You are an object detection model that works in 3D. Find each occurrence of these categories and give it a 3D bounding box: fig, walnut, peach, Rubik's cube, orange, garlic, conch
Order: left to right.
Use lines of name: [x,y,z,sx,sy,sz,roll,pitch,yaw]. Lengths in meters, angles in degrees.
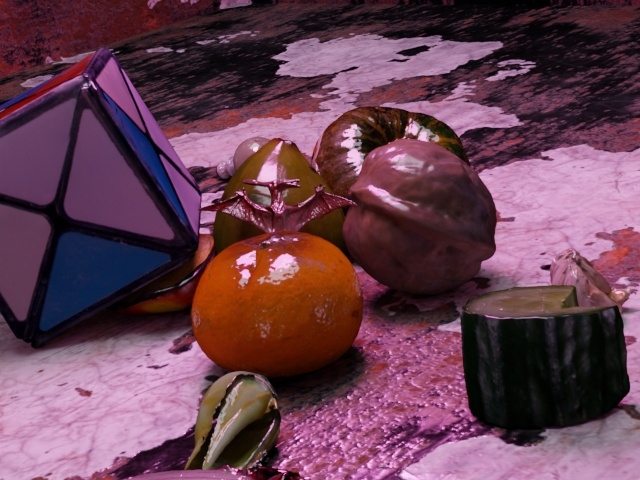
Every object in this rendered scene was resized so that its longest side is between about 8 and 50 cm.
Rubik's cube: [-0.363,-0.071,1.992,0.305,0.310,0.307,-28,16,3]
peach: [-0.229,0.059,2.025,0.189,0.068,0.279,-23,17,0]
conch: [-0.092,0.205,1.543,0.095,0.079,0.201,6,38,3]
orange: [-0.057,0.079,1.739,0.224,0.170,0.224,-8,17,2]
fig: [-0.052,-0.033,1.953,0.203,0.225,0.203,7,3,0]
walnut: [0.136,-0.031,1.892,0.224,0.224,0.224,-8,19,3]
garlic: [0.337,0.063,1.755,0.074,0.094,0.113,-55,38,-6]

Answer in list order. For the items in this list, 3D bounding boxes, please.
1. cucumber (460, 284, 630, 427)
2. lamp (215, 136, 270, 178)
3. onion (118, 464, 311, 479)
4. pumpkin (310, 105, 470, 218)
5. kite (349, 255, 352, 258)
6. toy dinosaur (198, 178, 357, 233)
cucumber: [0.245,0.125,1.561,0.191,0.130,0.191,-3,14,1]
lamp: [-0.143,-0.141,2.561,0.091,0.091,0.163,-26,9,-40]
onion: [-0.127,0.290,1.236,0.283,0.120,0.227,-14,17,-4]
pumpkin: [0.110,-0.085,2.125,0.260,0.189,0.260,3,52,-4]
kite: [0.000,-0.003,2.177,0.204,0.022,0.360,4,24,29]
toy dinosaur: [-0.059,-0.040,1.844,0.220,0.108,0.032,-2,-25,6]
